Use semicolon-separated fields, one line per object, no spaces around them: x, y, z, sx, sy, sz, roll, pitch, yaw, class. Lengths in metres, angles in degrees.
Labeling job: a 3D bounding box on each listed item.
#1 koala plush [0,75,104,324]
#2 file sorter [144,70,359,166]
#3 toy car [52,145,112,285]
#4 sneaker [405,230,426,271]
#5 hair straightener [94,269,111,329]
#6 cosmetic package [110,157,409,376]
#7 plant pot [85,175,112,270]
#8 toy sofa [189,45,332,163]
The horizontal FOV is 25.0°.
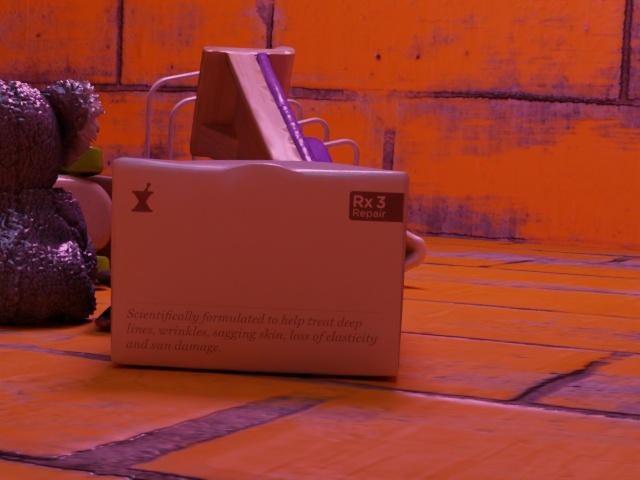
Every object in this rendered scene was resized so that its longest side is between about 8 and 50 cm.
-0.281;-0.042;1.299;0.196;0.221;0.203;2;3;-20;koala plush
-0.099;-0.105;1.991;0.193;0.173;0.278;-15;37;-33;file sorter
-0.339;-0.017;1.654;0.149;0.155;0.188;1;-9;-39;toy car
0.000;0.000;1.794;0.305;0.114;0.152;0;3;-41;sneaker
-0.168;0.028;1.329;0.047;0.089;0.230;1;3;4;hair straightener
-0.040;0.011;1.193;0.217;0.156;0.385;3;4;3;cosmetic package
-0.246;-0.015;1.782;0.237;0.109;0.237;6;-4;0;plant pot
-0.030;-0.084;1.654;0.177;0.150;0.362;0;32;-16;toy sofa
